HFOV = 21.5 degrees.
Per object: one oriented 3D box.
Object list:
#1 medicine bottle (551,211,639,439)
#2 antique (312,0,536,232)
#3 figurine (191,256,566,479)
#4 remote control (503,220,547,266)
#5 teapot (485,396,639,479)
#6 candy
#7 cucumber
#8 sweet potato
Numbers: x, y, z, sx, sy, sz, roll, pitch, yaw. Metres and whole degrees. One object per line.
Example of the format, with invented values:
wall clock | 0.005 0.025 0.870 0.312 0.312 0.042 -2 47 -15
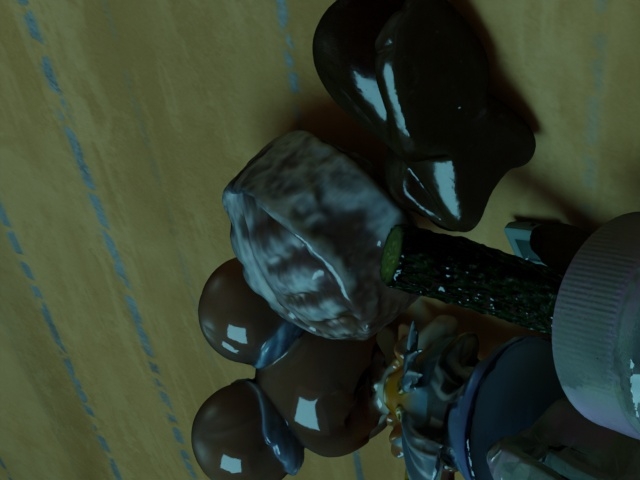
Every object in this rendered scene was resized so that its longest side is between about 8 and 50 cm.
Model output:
medicine bottle | 0.363 0.090 1.388 0.302 0.241 0.241 13 149 53
antique | 0.084 -0.113 1.496 0.143 0.121 0.257 17 151 49
figurine | 0.053 0.174 1.889 0.388 0.277 0.248 14 -168 42
remote control | 0.237 0.040 1.685 0.061 0.029 0.162 7 139 39
teapot | 0.279 0.255 1.742 0.178 0.221 0.163 22 130 35
candy | 0.000 0.000 1.689 0.214 0.157 0.289 49 169 -7
cucumber | 0.199 0.053 1.557 0.293 0.068 0.067 17 155 -9
sweet potato | 0.294 0.074 1.633 0.075 0.075 0.273 -1 135 49
